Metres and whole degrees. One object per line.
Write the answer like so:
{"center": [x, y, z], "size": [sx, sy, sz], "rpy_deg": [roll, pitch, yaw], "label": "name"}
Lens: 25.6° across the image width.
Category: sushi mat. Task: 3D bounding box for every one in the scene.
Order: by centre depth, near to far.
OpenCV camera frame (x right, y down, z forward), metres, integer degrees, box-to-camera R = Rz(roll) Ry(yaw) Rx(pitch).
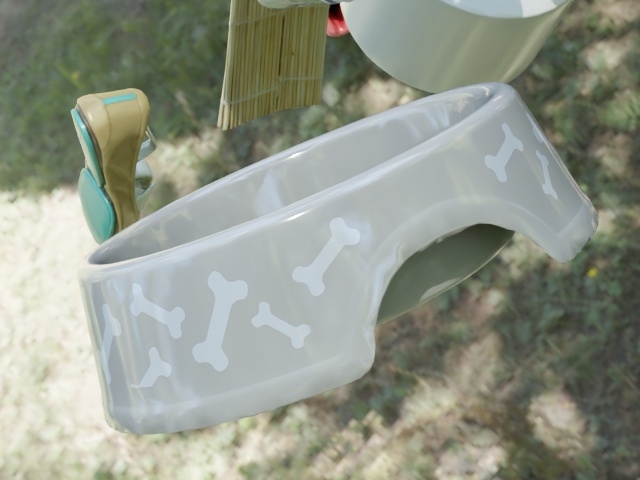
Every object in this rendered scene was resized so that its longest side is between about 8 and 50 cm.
{"center": [-0.027, -0.257, 1.185], "size": [0.019, 0.151, 0.317], "rpy_deg": [17, 111, 31], "label": "sushi mat"}

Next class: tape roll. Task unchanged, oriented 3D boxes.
{"center": [0.153, -0.298, 1.495], "size": [0.169, 0.246, 0.246], "rpy_deg": [117, 178, -65], "label": "tape roll"}

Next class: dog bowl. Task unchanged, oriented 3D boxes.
{"center": [0.000, 0.000, 0.920], "size": [0.348, 0.102, 0.349], "rpy_deg": [-23, 9, 4], "label": "dog bowl"}

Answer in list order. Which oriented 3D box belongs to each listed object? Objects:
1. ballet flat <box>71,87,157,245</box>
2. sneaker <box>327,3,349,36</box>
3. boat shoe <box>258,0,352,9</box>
{"center": [-0.186, -0.064, 1.324], "size": [0.073, 0.232, 0.080], "rpy_deg": [-25, 70, -17], "label": "ballet flat"}
{"center": [0.015, -0.399, 1.823], "size": [0.115, 0.314, 0.136], "rpy_deg": [-14, 48, -5], "label": "sneaker"}
{"center": [0.040, -0.263, 1.075], "size": [0.094, 0.109, 0.302], "rpy_deg": [-7, 25, 32], "label": "boat shoe"}
